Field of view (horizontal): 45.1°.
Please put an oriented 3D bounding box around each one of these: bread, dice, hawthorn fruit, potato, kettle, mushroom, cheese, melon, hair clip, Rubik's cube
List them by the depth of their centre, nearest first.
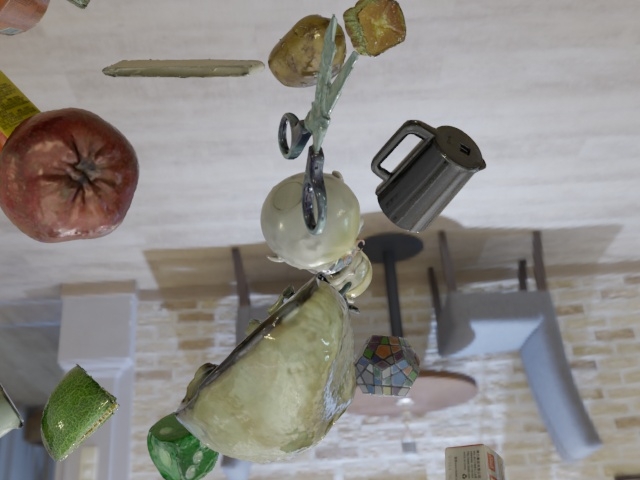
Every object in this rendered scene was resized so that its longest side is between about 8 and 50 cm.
[{"bbox_3d":[-0.048,0.179,0.942,0.267,0.164,0.189,-43,-176,15],"label":"mushroom"},{"bbox_3d":[0.103,0.198,1.211,0.093,0.111,0.111,-17,168,-43],"label":"Rubik's cube"},{"bbox_3d":[-0.500,-0.135,1.521,0.275,0.300,0.275,-9,115,-21],"label":"hawthorn fruit"},{"bbox_3d":[-0.025,-0.363,1.522,0.137,0.137,0.176,11,151,-27],"label":"potato"},{"bbox_3d":[-0.035,0.152,1.594,0.230,0.070,0.039,-18,-168,-4],"label":"hair clip"},{"bbox_3d":[-0.523,0.361,1.611,0.129,0.169,0.265,43,158,0],"label":"melon"},{"bbox_3d":[-0.738,0.394,1.679,0.148,0.127,0.098,-35,122,-22],"label":"kettle"},{"bbox_3d":[0.125,-0.491,1.749,0.140,0.069,0.127,-34,119,-21],"label":"bread"},{"bbox_3d":[-0.318,-0.393,1.761,0.400,0.034,0.085,5,-156,25],"label":"cheese"},{"bbox_3d":[-0.317,0.478,1.783,0.120,0.128,0.131,-27,-156,-38],"label":"dice"},{"bbox_3d":[0.316,-0.214,2.365,0.203,0.262,0.308,-31,165,-45],"label":"kettle"}]

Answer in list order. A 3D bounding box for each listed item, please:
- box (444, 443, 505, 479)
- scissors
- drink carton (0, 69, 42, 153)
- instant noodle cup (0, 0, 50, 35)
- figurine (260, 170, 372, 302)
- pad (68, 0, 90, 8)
[{"bbox_3d":[0.314,0.512,1.536,0.099,0.182,0.133,-15,143,25],"label":"box"},{"bbox_3d":[-0.002,-0.200,1.285,0.029,0.256,0.383,-7,150,-20],"label":"scissors"},{"bbox_3d":[-0.732,-0.299,1.657,0.111,0.351,0.154,-35,165,-41],"label":"drink carton"},{"bbox_3d":[-0.607,-0.477,1.394,0.230,0.230,0.182,-8,-178,8],"label":"instant noodle cup"},{"bbox_3d":[0.000,0.000,1.647,0.226,0.275,0.394,-50,141,-9],"label":"figurine"},{"bbox_3d":[-0.502,-0.612,1.595,0.160,0.265,0.009,29,151,-16],"label":"pad"}]
